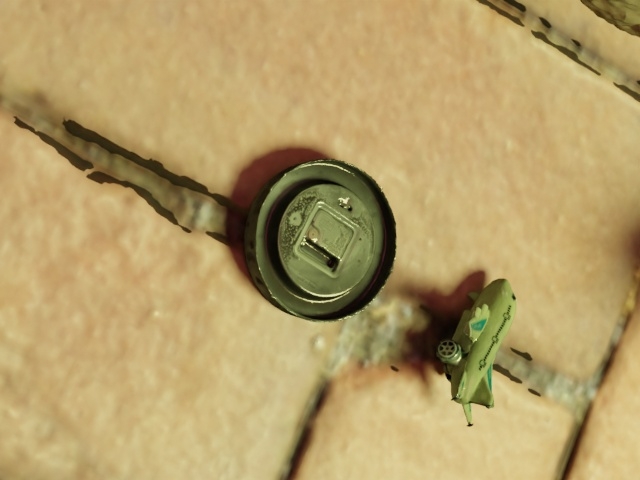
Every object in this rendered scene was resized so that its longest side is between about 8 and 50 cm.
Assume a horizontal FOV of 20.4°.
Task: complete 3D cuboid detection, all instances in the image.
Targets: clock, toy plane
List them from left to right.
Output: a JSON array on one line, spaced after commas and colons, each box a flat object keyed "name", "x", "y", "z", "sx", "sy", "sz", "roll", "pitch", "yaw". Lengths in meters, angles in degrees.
[{"name": "clock", "x": 0.000, "y": 0.000, "z": 0.905, "sx": 0.085, "sy": 0.017, "sz": 0.085, "roll": -1, "pitch": 92, "yaw": -30}, {"name": "toy plane", "x": 0.083, "y": 0.055, "z": 0.942, "sx": 0.080, "sy": 0.033, "sz": 0.083, "roll": 65, "pitch": 37, "yaw": -53}]

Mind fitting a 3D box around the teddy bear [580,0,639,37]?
[{"name": "teddy bear", "x": 0.194, "y": -0.234, "z": 0.932, "sx": 0.236, "sy": 0.151, "sz": 0.267, "roll": 10, "pitch": 85, "yaw": -28}]
